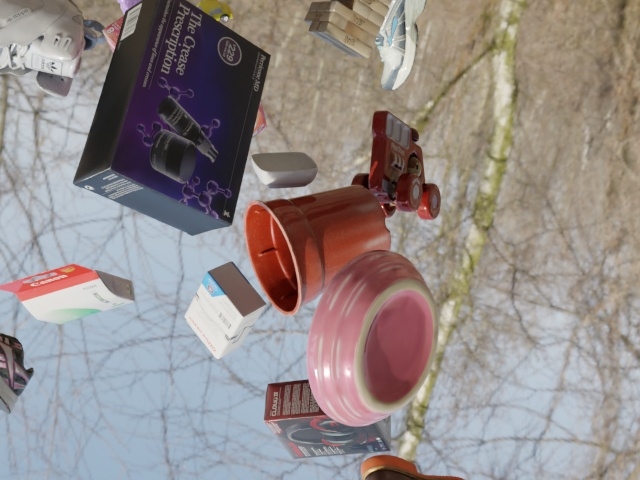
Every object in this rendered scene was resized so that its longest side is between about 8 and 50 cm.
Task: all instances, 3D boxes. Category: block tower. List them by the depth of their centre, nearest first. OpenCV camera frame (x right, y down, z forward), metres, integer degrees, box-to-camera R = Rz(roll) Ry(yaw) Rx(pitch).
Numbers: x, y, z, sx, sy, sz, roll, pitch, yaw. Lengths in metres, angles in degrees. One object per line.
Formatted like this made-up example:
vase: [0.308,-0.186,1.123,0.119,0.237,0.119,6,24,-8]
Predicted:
block tower: [0.085,-0.460,1.200,0.097,0.335,0.091,22,-177,-32]

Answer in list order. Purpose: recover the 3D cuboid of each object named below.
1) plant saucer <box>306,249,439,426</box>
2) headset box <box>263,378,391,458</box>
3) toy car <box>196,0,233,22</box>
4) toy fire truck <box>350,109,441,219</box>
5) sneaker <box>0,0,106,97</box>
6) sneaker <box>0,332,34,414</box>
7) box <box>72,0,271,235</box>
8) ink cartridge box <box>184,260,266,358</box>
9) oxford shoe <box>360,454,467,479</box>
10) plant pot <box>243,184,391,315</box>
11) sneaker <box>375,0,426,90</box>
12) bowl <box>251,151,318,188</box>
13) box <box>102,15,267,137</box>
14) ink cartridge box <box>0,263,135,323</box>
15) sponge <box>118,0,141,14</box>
plant saucer: [0.115,0.186,1.426,0.084,0.332,0.332,12,-169,43]
headset box: [0.008,0.438,1.911,0.293,0.218,0.110,-9,-132,16]
toy car: [-0.358,-0.569,1.922,0.225,0.053,0.239,25,-133,11]
toy fire truck: [0.212,-0.192,2.061,0.169,0.254,0.302,4,174,31]
sneaker: [-0.509,-0.299,1.218,0.210,0.137,0.366,38,-125,-5]
sneaker: [-0.444,0.148,1.039,0.072,0.178,0.077,14,-132,21]
box: [-0.185,-0.163,1.012,0.103,0.261,0.184,-10,152,45]
ink cartridge box: [-0.239,0.174,1.920,0.086,0.203,0.148,-27,-111,-41]
oxford shoe: [0.183,0.451,1.308,0.271,0.097,0.098,23,-142,-22]
plant pot: [0.000,0.000,1.781,0.265,0.272,0.272,-20,-150,-25]
sneaker: [0.144,-0.458,1.645,0.122,0.283,0.110,2,-147,-8]
bowl: [-0.084,-0.160,1.792,0.142,0.053,0.142,-5,-157,-16]
box: [-0.215,-0.258,1.240,0.257,0.122,0.128,44,165,23]
ink cartridge box: [-0.498,0.108,1.523,0.181,0.056,0.224,-16,167,11]
sponge: [-0.367,-0.508,1.631,0.031,0.210,0.117,32,-113,27]
